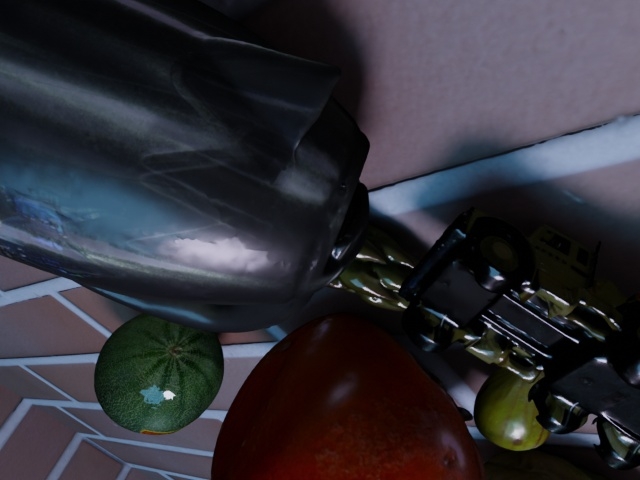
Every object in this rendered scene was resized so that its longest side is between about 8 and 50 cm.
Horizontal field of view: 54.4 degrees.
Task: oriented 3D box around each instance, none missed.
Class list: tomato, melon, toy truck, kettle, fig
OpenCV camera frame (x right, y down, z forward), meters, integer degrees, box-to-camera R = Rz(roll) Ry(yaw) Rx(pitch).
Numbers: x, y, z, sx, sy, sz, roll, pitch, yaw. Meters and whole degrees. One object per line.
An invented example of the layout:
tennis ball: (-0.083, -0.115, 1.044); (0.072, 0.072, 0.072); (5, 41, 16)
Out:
tomato: (0.027, 0.254, 0.707); (0.293, 0.290, 0.325); (49, 169, -15)
melon: (-0.248, 0.201, 0.943); (0.182, 0.182, 0.288); (37, 148, -15)
toy truck: (0.198, 0.065, 0.500); (0.257, 0.127, 0.127); (28, 140, -1)
kettle: (-0.127, -0.038, 0.482); (0.324, 0.228, 0.320); (22, 135, -1)
fig: (0.218, 0.162, 0.655); (0.093, 0.093, 0.166); (21, 142, 9)

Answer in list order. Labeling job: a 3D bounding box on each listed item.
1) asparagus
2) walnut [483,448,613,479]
asparagus: (0.000, 0.000, 0.596); (0.287, 0.080, 0.080); (29, 147, 2)
walnut: (0.290, 0.404, 0.808); (0.228, 0.282, 0.283); (-6, 159, -27)
